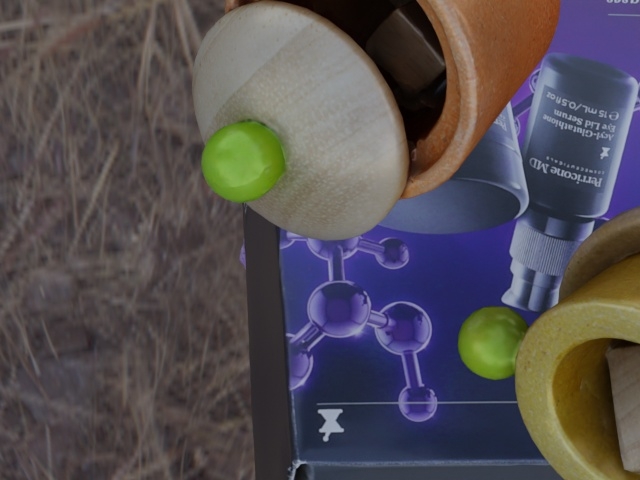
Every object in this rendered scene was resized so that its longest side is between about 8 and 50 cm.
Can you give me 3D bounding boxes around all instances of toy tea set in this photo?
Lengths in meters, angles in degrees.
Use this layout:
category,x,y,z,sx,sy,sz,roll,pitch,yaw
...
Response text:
category,x,y,z,sx,sy,sz,roll,pitch,yaw
toy tea set,0.106,0.021,0.394,0.336,0.200,0.124,13,36,35

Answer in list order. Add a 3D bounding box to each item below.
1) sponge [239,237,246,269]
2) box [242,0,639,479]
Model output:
category,x,y,z,sx,sy,sz,roll,pitch,yaw
sponge,0.000,0.000,1.137,0.031,0.210,0.117,-24,66,-22
box,0.108,0.009,0.626,0.261,0.103,0.184,0,64,-9
